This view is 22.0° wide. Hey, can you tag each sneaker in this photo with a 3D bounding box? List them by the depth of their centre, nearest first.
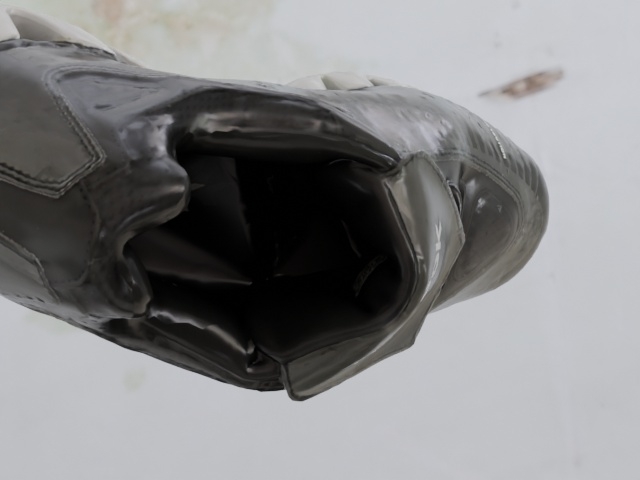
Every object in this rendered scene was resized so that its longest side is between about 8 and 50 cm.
[{"bbox_3d":[0.000,0.000,0.413,0.106,0.234,0.078,28,-76,40],"label":"sneaker"}]
